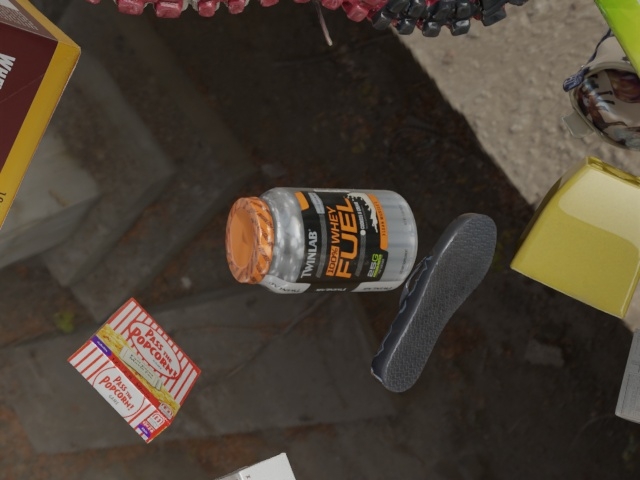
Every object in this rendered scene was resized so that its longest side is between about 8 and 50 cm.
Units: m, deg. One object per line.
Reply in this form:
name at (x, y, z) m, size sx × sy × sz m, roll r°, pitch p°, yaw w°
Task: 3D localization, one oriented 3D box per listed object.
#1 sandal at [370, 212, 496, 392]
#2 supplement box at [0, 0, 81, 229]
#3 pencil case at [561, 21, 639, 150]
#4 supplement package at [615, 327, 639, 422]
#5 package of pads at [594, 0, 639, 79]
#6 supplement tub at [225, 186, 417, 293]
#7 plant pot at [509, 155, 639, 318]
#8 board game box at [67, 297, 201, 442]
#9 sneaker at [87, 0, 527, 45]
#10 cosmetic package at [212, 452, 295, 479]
sandal at (0.134, 0.068, 1.297) m, size 0.054 × 0.254 × 0.097 m, roll 28°, pitch 172°, yaw 46°
supplement box at (-0.309, -0.101, 0.711) m, size 0.129 × 0.194 × 0.191 m, roll 42°, pitch 110°, yaw 39°
pencil case at (0.477, -0.316, 1.421) m, size 0.184 × 0.410 × 0.160 m, roll 2°, pitch 143°, yaw 45°
supplement package at (0.597, 0.231, 1.553) m, size 0.203 × 0.194 × 0.149 m, roll 176°, pitch 109°, yaw -75°
package of pads at (0.422, -0.185, 1.075) m, size 0.101 × 0.229 × 0.296 m, roll -39°, pitch 62°, yaw 38°
supplement tub at (0.000, 0.000, 1.866) m, size 0.193 × 0.316 × 0.193 m, roll 3°, pitch 93°, yaw 62°
plant pot at (0.186, -0.009, 0.697) m, size 0.081 × 0.081 × 0.083 m, roll 26°, pitch 108°, yaw 8°
board game box at (-0.241, 0.167, 1.359) m, size 0.045 × 0.193 × 0.147 m, roll -41°, pitch 97°, yaw 12°
sneaker at (-0.029, -0.180, 0.517) m, size 0.121 × 0.299 × 0.112 m, roll 134°, pitch 134°, yaw -55°
cosmetic package at (-0.032, 0.336, 1.009) m, size 0.099 × 0.060 × 0.239 m, roll -36°, pitch 73°, yaw 58°
